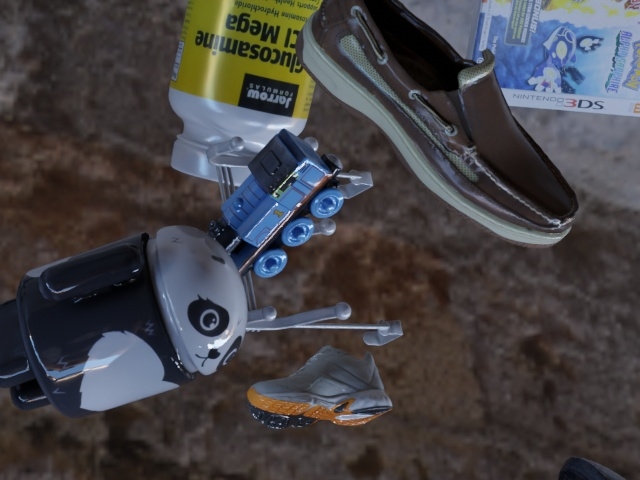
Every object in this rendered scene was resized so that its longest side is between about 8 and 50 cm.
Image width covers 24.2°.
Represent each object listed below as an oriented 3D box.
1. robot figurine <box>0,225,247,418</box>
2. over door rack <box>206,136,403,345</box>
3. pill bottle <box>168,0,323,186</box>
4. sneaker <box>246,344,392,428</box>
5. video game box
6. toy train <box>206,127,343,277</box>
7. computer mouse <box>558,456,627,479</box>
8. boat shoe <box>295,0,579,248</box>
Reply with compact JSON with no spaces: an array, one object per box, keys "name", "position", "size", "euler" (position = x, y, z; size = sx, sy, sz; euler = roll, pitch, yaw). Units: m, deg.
[{"name":"robot figurine","position":[-0.215,0.090,1.591],"size":[0.278,0.174,0.209],"euler":[-18,-175,4]},{"name":"over door rack","position":[0.000,0.000,1.911],"size":[0.108,0.240,0.324],"euler":[-20,162,33]},{"name":"pill bottle","position":[-0.092,-0.243,1.951],"size":[0.188,0.334,0.188],"euler":[13,-172,-2]},{"name":"sneaker","position":[-0.012,0.223,2.332],"size":[0.262,0.121,0.099],"euler":[6,149,-39]},{"name":"video game box","position":[0.240,-0.213,1.412],"size":[0.187,0.048,0.205],"euler":[3,133,-2]},{"name":"toy train","position":[-0.056,-0.037,1.708],"size":[0.184,0.080,0.105],"euler":[-46,136,12]},{"name":"computer mouse","position":[0.255,0.292,1.345],"size":[0.060,0.184,0.262],"euler":[-21,108,-19]},{"name":"boat shoe","position":[0.100,-0.098,1.119],"size":[0.257,0.095,0.095],"euler":[37,133,-4]}]
